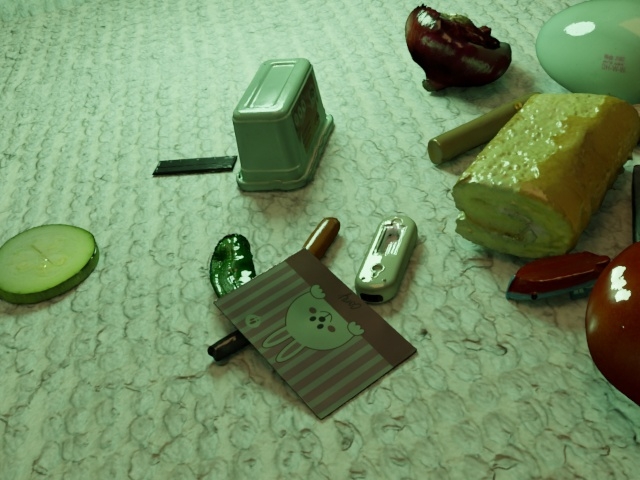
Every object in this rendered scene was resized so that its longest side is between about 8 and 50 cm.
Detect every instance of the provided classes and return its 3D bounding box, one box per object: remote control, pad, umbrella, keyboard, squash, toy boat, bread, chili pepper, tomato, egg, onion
[{"bbox_3d":[0.121,0.028,1.414,0.078,0.042,0.221,5,40,20],"label":"remote control"},{"bbox_3d":[-0.014,0.140,1.288,0.202,0.005,0.300,-31,52,-23],"label":"pad"},{"bbox_3d":[-0.129,0.164,1.319,0.133,0.031,0.036,-29,68,-22],"label":"umbrella"},{"bbox_3d":[-0.293,-0.175,1.820,0.198,0.010,0.063,-2,37,13],"label":"keyboard"},{"bbox_3d":[-0.561,0.047,1.590,0.219,0.041,0.219,-5,41,4],"label":"squash"},{"bbox_3d":[0.388,0.065,1.279,0.173,0.059,0.069,-13,36,10],"label":"toy boat"},{"bbox_3d":[0.424,-0.129,1.430,0.236,0.165,0.375,14,43,32],"label":"bread"},{"bbox_3d":[-0.149,0.075,1.415,0.098,0.061,0.224,-17,43,-6],"label":"chili pepper"},{"bbox_3d":[0.505,0.120,1.036,0.299,0.226,0.298,-13,33,8],"label":"tomato"},{"bbox_3d":[0.633,-0.409,1.684,0.230,0.230,0.371,-35,36,-27],"label":"egg"},{"bbox_3d":[0.318,-0.444,1.885,0.272,0.195,0.272,23,25,-11],"label":"onion"}]

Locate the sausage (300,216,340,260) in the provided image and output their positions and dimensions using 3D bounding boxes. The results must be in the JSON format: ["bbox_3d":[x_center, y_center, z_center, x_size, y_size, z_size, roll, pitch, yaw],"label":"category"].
[{"bbox_3d":[0.000,0.000,1.484,0.039,0.041,0.131,5,40,30],"label":"sausage"}]

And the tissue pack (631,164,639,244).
[{"bbox_3d":[0.626,-0.042,1.337,0.173,0.073,0.235,4,40,19],"label":"tissue pack"}]

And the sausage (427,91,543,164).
[{"bbox_3d":[0.363,-0.246,1.682,0.301,0.066,0.066,-24,39,-18],"label":"sausage"}]

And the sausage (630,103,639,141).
[{"bbox_3d":[0.760,-0.231,1.537,0.433,0.088,0.088,5,40,19],"label":"sausage"}]

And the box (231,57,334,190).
[{"bbox_3d":[-0.091,-0.270,1.744,0.175,0.182,0.312,0,39,16],"label":"box"}]
